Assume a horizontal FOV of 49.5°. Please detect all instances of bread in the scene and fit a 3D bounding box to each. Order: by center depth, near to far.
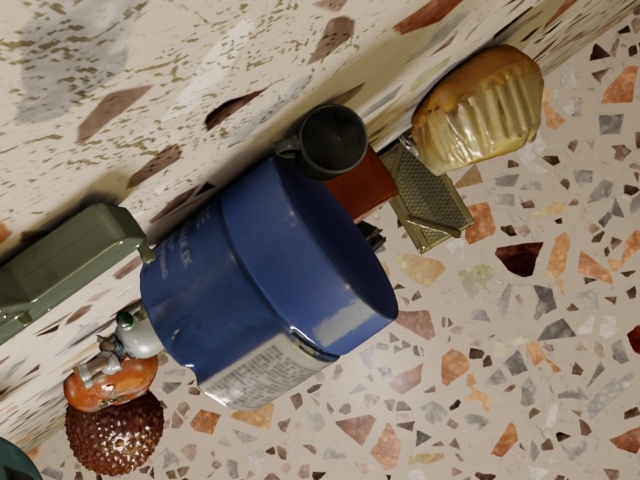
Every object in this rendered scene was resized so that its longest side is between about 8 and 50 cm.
[{"bbox_3d":[-0.028,-0.033,1.196,0.328,0.114,0.295,-35,178,21],"label":"bread"},{"bbox_3d":[0.290,-0.237,1.301,0.236,0.183,0.388,-20,-178,-5],"label":"bread"}]

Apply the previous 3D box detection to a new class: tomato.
[{"bbox_3d":[-0.490,0.338,1.636,0.237,0.095,0.237,-20,168,-4],"label":"tomato"}]

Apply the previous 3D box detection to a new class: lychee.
[{"bbox_3d":[-0.576,0.508,1.942,0.276,0.276,0.304,-23,129,-77],"label":"lychee"}]

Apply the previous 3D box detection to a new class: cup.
[{"bbox_3d":[-0.004,-0.107,0.791,0.100,0.078,0.077,-5,174,-12],"label":"cup"}]

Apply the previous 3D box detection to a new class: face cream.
[{"bbox_3d":[-0.063,0.053,0.844,0.225,0.249,0.249,-37,177,12],"label":"face cream"}]

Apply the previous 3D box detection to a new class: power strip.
[{"bbox_3d":[-0.244,0.050,0.542,0.216,0.061,0.145,-36,178,0],"label":"power strip"}]

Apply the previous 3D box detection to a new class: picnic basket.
[{"bbox_3d":[0.226,-0.105,1.580,0.139,0.266,0.165,-31,180,6],"label":"picnic basket"}]

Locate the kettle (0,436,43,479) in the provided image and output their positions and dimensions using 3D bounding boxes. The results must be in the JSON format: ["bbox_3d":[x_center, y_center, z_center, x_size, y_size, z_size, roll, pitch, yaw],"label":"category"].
[{"bbox_3d":[-0.573,0.397,1.005,0.320,0.247,0.342,-7,158,-21],"label":"kettle"}]

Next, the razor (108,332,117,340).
[{"bbox_3d":[-0.305,0.134,1.394,0.324,0.093,0.056,-32,137,-4],"label":"razor"}]

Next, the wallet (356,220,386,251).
[{"bbox_3d":[0.000,0.001,1.410,0.169,0.044,0.317,-39,-155,-9],"label":"wallet"}]

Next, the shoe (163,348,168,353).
[{"bbox_3d":[-0.249,0.165,1.591,0.351,0.172,0.198,8,102,-60],"label":"shoe"}]

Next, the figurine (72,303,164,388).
[{"bbox_3d":[-0.344,0.176,1.223,0.197,0.093,0.147,-26,152,-23],"label":"figurine"}]
